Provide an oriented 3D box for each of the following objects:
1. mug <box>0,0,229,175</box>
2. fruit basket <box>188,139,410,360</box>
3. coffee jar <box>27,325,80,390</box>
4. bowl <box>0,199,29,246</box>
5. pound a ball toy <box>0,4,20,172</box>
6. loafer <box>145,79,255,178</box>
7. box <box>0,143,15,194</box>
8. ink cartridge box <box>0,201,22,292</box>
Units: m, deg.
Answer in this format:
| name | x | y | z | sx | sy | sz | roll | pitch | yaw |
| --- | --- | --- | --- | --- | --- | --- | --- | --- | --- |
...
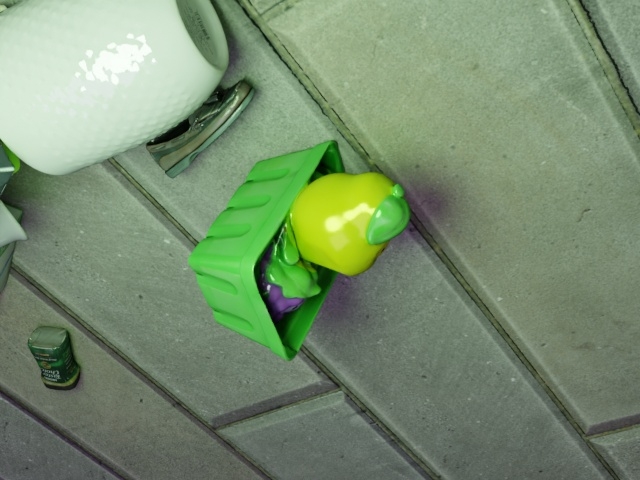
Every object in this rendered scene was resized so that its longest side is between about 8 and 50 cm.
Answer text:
| name | x | y | z | sx | sy | sz | roll | pitch | yaw |
| --- | --- | --- | --- | --- | --- | --- | --- | --- | --- |
| mug | -0.344 | -0.329 | 1.190 | 0.328 | 0.276 | 0.374 | -18 | 96 | 17 |
| fruit basket | 0.000 | 0.000 | 1.329 | 0.392 | 0.392 | 0.283 | -5 | 131 | 14 |
| coffee jar | -0.677 | 0.306 | 1.925 | 0.096 | 0.079 | 0.184 | 5 | 133 | 6 |
| bowl | -0.703 | -0.083 | 1.431 | 0.298 | 0.134 | 0.298 | 44 | 160 | 21 |
| pound a ball toy | -0.557 | -0.258 | 1.360 | 0.136 | 0.208 | 0.319 | 7 | 124 | 35 |
| loafer | -0.227 | -0.210 | 1.370 | 0.084 | 0.096 | 0.267 | 41 | 129 | -17 |
| box | -0.699 | -0.156 | 1.165 | 0.395 | 0.212 | 0.293 | 54 | 126 | 15 |
| ink cartridge box | -0.795 | 0.018 | 1.659 | 0.201 | 0.117 | 0.278 | 23 | 132 | -11 |
